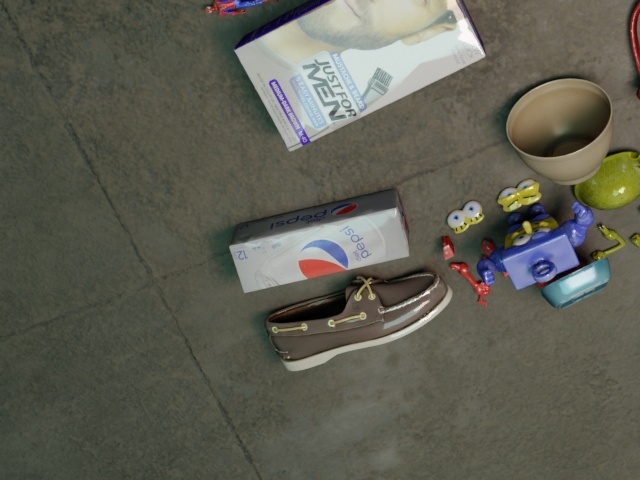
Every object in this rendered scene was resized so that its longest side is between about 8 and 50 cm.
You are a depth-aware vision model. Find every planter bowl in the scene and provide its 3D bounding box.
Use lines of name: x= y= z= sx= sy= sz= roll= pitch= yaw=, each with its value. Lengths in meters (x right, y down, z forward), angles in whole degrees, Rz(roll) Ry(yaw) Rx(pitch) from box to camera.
planter bowl: x=0.379 y=-0.155 z=1.735 sx=0.162 sy=0.162 sz=0.109 roll=-19 pitch=137 yaw=12

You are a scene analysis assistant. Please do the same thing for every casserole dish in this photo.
casserole dish: x=0.408 y=0.072 z=1.771 sx=0.114 sy=0.188 sz=0.037 roll=-28 pitch=77 yaw=7

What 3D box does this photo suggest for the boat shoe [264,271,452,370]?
boat shoe: x=0.060 y=0.119 z=1.888 sx=0.324 sy=0.117 sz=0.097 roll=-22 pitch=113 yaw=19

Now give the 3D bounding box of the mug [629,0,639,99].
mug: x=0.543 y=-0.288 z=1.697 sx=0.113 sy=0.150 sz=0.169 roll=-3 pitch=124 yaw=-34

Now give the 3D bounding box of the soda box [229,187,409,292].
soda box: x=0.000 y=0.000 z=1.849 sx=0.286 sy=0.098 sz=0.091 roll=-13 pitch=111 yaw=9

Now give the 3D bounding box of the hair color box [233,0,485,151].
hair color box: x=0.060 y=-0.297 z=1.715 sx=0.338 sy=0.110 sz=0.185 roll=-26 pitch=108 yaw=13

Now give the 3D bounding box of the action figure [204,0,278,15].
action figure: x=-0.125 y=-0.372 z=1.741 sx=0.115 sy=0.030 sz=0.038 roll=-13 pitch=116 yaw=12

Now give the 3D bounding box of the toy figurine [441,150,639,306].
toy figurine: x=0.376 y=0.019 z=1.763 sx=0.362 sy=0.217 sz=0.191 roll=-21 pitch=110 yaw=13
